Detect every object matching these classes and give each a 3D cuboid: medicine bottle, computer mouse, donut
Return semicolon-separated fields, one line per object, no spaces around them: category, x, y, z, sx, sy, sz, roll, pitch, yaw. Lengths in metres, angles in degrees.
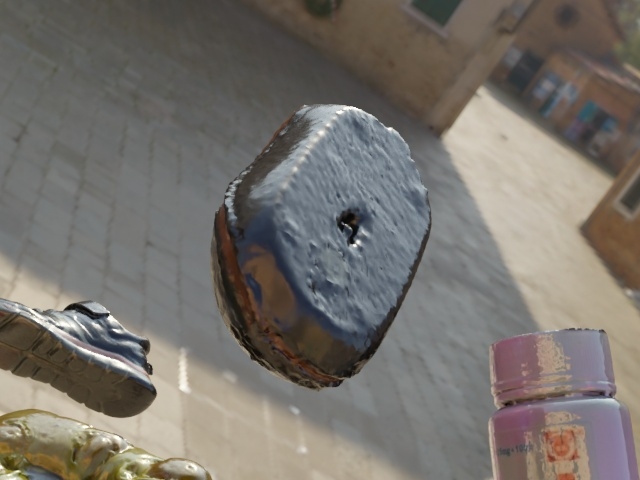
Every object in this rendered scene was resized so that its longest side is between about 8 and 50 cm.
medicine bottle;0.251;0.226;1.252;0.152;0.152;0.254;16;64;-52
computer mouse;-0.004;0.002;1.027;0.183;0.116;0.323;55;32;-15
donut;-0.235;0.261;1.107;0.261;0.128;0.208;16;22;13

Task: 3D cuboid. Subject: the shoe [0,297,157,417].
shoe;-0.353;0.133;1.683;0.291;0.114;0.137;27;37;-15
